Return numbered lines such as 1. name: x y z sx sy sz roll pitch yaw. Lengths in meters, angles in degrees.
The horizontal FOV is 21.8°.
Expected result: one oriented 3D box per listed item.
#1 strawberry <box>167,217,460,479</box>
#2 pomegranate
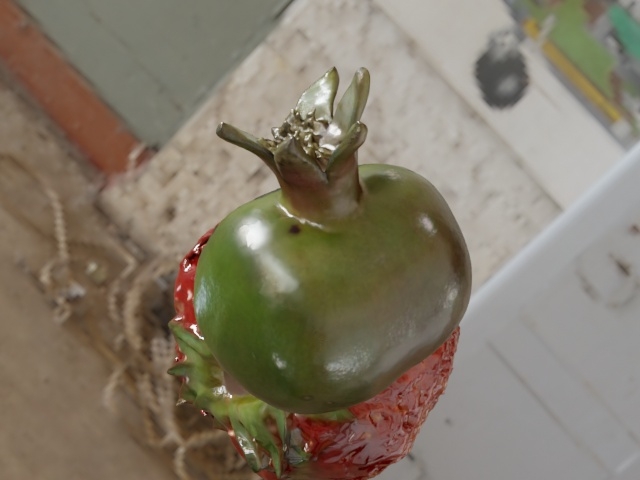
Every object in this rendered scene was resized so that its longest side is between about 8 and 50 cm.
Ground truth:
1. strawberry: 0.011 0.077 1.434 0.277 0.257 0.257 -19 64 -43
2. pomegranate: 0.000 0.000 0.904 0.131 0.152 0.191 35 -29 45
